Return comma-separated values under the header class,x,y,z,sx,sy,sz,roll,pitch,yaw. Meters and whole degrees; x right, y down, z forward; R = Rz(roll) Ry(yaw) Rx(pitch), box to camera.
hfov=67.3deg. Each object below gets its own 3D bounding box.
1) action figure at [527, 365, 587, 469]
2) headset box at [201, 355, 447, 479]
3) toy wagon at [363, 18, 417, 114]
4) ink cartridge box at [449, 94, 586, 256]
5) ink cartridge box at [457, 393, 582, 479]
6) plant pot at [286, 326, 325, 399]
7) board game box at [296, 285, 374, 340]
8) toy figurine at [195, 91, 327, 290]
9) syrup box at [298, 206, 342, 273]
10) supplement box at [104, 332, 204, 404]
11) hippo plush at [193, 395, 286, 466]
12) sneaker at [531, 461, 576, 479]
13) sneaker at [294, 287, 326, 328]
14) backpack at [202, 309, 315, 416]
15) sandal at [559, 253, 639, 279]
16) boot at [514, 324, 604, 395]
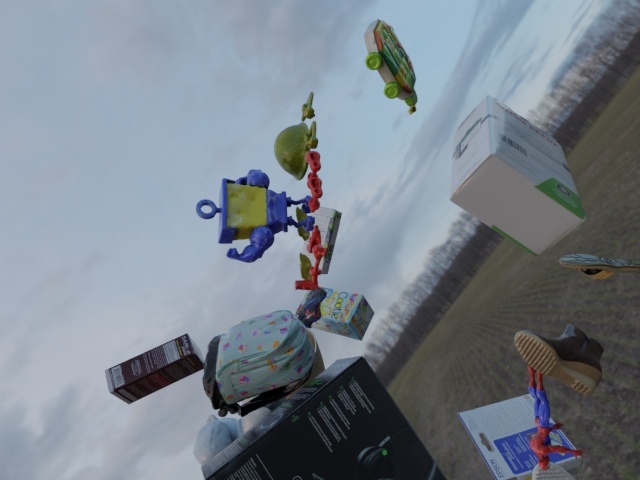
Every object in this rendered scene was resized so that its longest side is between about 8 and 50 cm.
class,x,y,z,sx,sy,sz,roll,pitch,yaw
action figure,0.670,0.510,1.374,0.091,0.138,0.281,94,180,-83
headset box,0.018,0.337,0.683,0.283,0.246,0.131,-34,-5,-23
toy wagon,0.269,-0.609,1.710,0.068,0.344,0.267,-20,33,35
ink cartridge box,0.285,-0.106,0.721,0.093,0.160,0.219,-52,9,38
ink cartridge box,0.695,0.706,1.711,0.306,0.304,0.072,-15,-62,-4
plant pot,-0.083,0.503,1.789,0.256,0.256,0.274,-45,-51,-24
board game box,0.064,0.302,2.036,0.142,0.275,0.144,-59,-43,-27
toy figurine,-0.117,-0.090,0.872,0.217,0.363,0.191,-1,-23,-9
syrup box,0.000,0.000,1.738,0.093,0.096,0.237,13,-91,-72
supplement box,-0.459,0.362,1.354,0.239,0.073,0.130,-23,-32,-10
hippo plush,-0.198,0.469,1.235,0.236,0.235,0.294,-15,-10,13
sneaker,0.752,0.792,1.432,0.126,0.321,0.127,-42,-13,6
sneaker,-0.026,0.255,1.804,0.221,0.087,0.083,-55,7,43
backpack,-0.102,0.197,0.813,0.181,0.152,0.115,-18,-55,7
sandal,0.658,0.067,1.124,0.072,0.179,0.049,-47,-40,-67
boot,0.678,0.301,1.361,0.207,0.248,0.090,-38,-19,-48
